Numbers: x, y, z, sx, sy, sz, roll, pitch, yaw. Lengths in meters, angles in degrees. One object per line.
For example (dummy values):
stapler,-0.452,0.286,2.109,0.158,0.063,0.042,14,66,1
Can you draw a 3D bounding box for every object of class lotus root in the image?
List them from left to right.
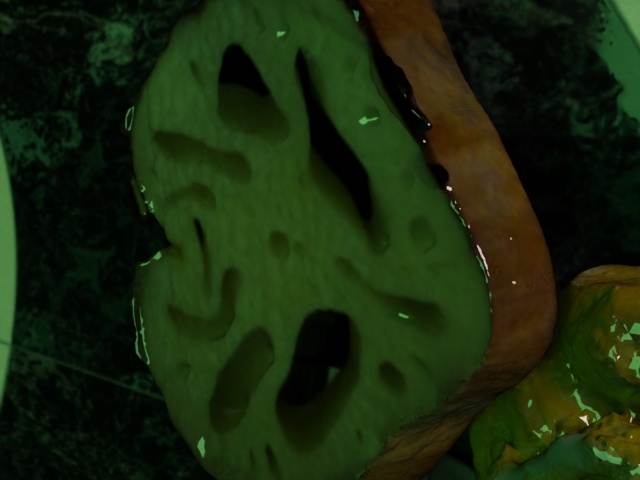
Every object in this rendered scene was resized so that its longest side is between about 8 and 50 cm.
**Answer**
lotus root,0.000,0.000,1.038,0.375,0.111,0.391,25,116,48

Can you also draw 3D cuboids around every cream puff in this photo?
cream puff,0.216,0.146,0.979,0.281,0.185,0.282,3,96,26

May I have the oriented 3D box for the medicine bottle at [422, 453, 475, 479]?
medicine bottle,0.055,0.241,1.118,0.105,0.105,0.168,46,115,14
